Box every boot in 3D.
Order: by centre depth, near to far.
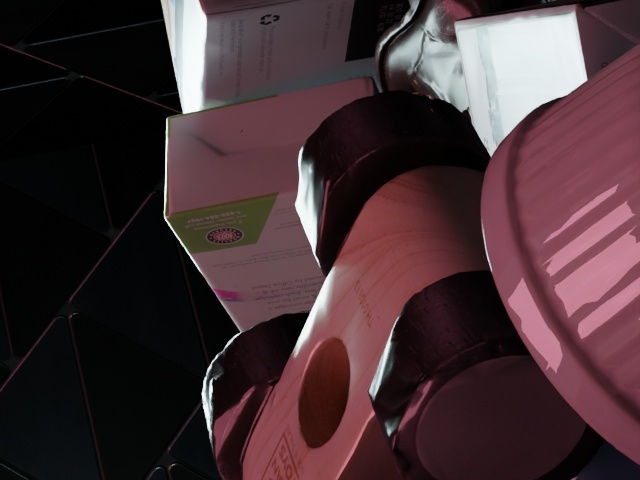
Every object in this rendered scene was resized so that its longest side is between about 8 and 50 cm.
[{"bbox_3d":[0.120,-0.090,1.506,0.263,0.091,0.229,99,158,-63],"label":"boot"}]

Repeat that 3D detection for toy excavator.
[{"bbox_3d":[0.156,0.180,1.046,0.222,0.445,0.433,-112,41,-55],"label":"toy excavator"}]

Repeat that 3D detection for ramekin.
[{"bbox_3d":[0.183,-0.001,0.829,0.109,0.207,0.207,-45,50,41],"label":"ramekin"}]

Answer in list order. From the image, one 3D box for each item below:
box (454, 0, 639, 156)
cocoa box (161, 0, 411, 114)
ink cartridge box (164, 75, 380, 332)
[{"bbox_3d":[0.172,-0.070,1.191,0.290,0.087,0.169,-148,47,-79],"label":"box"},{"bbox_3d":[-0.027,-0.249,1.780,0.347,0.231,0.228,100,157,-68],"label":"cocoa box"},{"bbox_3d":[0.000,0.000,1.838,0.353,0.207,0.119,63,-160,-56],"label":"ink cartridge box"}]
